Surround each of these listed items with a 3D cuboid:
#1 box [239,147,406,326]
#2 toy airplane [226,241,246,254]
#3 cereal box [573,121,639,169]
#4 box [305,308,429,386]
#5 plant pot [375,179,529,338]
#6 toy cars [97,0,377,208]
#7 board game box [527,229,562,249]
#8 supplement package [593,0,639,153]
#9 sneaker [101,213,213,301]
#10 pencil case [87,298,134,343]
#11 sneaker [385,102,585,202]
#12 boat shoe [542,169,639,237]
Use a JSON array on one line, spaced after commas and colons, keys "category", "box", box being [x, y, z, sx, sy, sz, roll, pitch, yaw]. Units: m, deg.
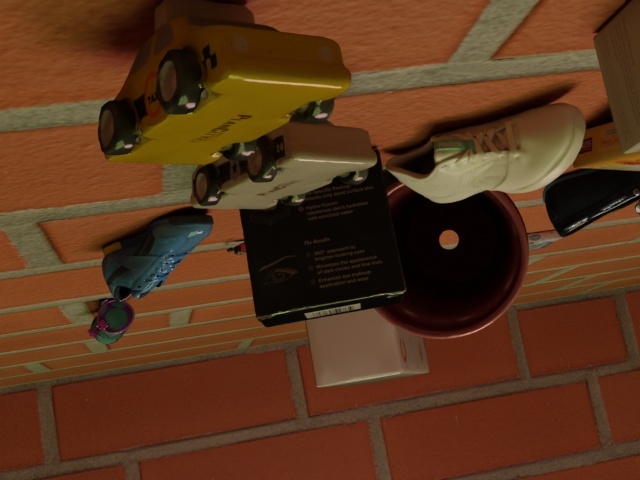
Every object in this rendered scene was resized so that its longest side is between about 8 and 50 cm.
[{"category": "box", "box": [0.000, 0.000, 0.933, 0.156, 0.158, 0.093, -10, 168, 1]}, {"category": "toy airplane", "box": [-0.061, 0.008, 1.258, 0.151, 0.028, 0.151, -10, 168, -2]}, {"category": "cereal box", "box": [0.421, -0.101, 0.935, 0.240, 0.047, 0.173, 2, 177, -12]}, {"category": "box", "box": [0.097, 0.178, 1.764, 0.168, 0.215, 0.345, -12, 168, 13]}, {"category": "plant pot", "box": [0.156, 0.006, 1.080, 0.201, 0.201, 0.180, -13, -176, 15]}, {"category": "toy cars", "box": [-0.053, -0.092, 0.638, 0.177, 0.087, 0.394, -6, 173, 7]}, {"category": "board game box", "box": [0.404, 0.003, 1.671, 0.090, 0.020, 0.090, -9, 169, -14]}, {"category": "supplement package", "box": [0.292, -0.143, 0.622, 0.105, 0.105, 0.179, -7, 168, -10]}, {"category": "sneaker", "box": [-0.199, 0.024, 1.085, 0.069, 0.082, 0.209, 4, 161, -45]}, {"category": "pencil case", "box": [-0.380, 0.148, 1.577, 0.070, 0.064, 0.152, -23, 174, -23]}, {"category": "sneaker", "box": [0.159, -0.088, 0.880, 0.094, 0.080, 0.212, 16, 156, -40]}, {"category": "boat shoe", "box": [0.435, -0.066, 1.172, 0.258, 0.089, 0.109, -19, 166, 37]}]
